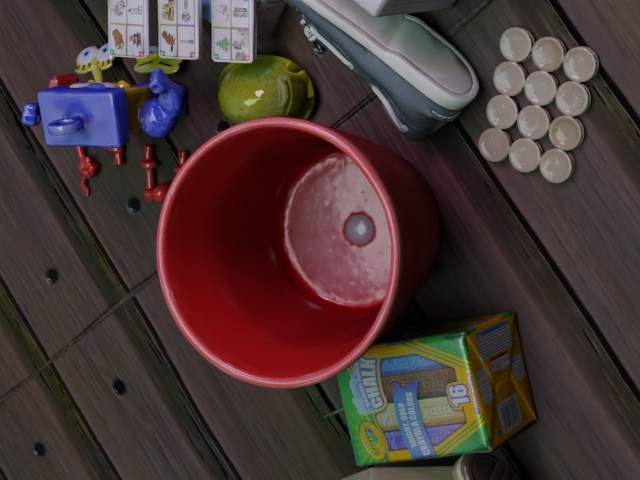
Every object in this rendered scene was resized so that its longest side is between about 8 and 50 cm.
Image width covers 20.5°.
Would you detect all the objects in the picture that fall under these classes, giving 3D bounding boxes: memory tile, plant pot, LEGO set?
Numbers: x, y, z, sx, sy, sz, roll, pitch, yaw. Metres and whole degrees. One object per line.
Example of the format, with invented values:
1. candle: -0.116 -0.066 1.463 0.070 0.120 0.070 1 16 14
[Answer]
1. memory tile: 0.228 -0.142 1.848 0.113 0.012 0.148 20 108 26
2. plant pot: 0.000 0.000 1.862 0.274 0.243 0.275 3 98 23
3. LEGO set: -0.149 -0.323 1.952 0.182 0.060 0.244 5 104 22

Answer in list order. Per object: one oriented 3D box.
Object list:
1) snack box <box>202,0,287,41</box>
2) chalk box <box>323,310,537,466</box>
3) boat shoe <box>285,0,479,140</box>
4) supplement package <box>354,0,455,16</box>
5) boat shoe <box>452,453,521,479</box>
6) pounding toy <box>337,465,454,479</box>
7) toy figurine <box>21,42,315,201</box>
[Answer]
1. snack box: -0.095 -0.351 1.968 0.174 0.070 0.207 36 117 21
2. chalk box: 0.104 0.161 1.911 0.213 0.132 0.132 -10 95 31
3. boat shoe: 0.019 -0.228 1.874 0.319 0.116 0.099 39 131 -2
4. supplement package: 0.105 -0.396 1.775 0.175 0.177 0.293 42 117 18
5. boat shoe: 0.194 0.303 1.894 0.190 0.068 0.072 52 144 -16
6. pounding toy: 0.092 0.307 1.940 0.141 0.130 0.100 143 125 -64
7. toy figurine: -0.210 -0.118 1.996 0.362 0.217 0.191 6 103 31
